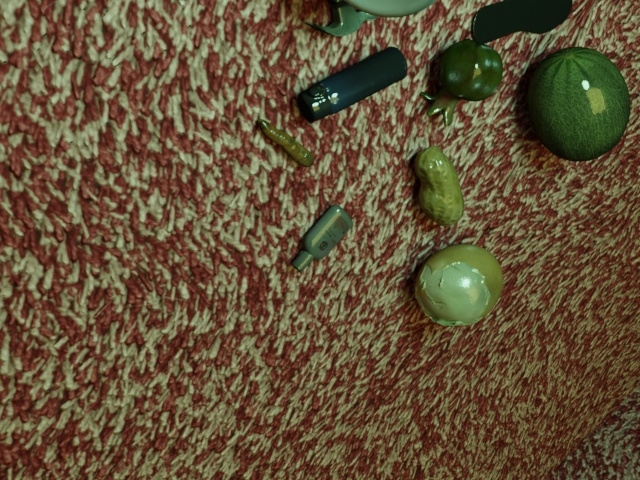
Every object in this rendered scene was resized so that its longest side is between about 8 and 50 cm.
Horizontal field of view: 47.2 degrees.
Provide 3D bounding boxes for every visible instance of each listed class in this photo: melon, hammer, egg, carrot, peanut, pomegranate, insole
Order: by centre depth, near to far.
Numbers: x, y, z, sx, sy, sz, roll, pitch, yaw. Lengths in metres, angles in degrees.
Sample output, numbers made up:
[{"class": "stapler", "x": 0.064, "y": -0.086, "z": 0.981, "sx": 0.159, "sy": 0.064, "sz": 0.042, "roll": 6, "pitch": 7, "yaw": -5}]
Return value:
[{"class": "hammer", "x": 0.032, "y": -0.497, "z": 1.373, "sx": 0.158, "sy": 0.041, "sz": 0.227, "roll": -30, "pitch": 130, "yaw": -25}, {"class": "carrot", "x": -0.068, "y": -0.195, "z": 1.462, "sx": 0.165, "sy": 0.035, "sz": 0.036, "roll": 37, "pitch": 88, "yaw": -42}, {"class": "pomegranate", "x": 0.312, "y": -0.353, "z": 1.628, "sx": 0.152, "sy": 0.131, "sz": 0.191, "roll": 0, "pitch": 136, "yaw": -44}, {"class": "peanut", "x": 0.279, "y": -0.124, "z": 1.735, "sx": 0.108, "sy": 0.095, "sz": 0.226, "roll": -34, "pitch": 129, "yaw": -16}, {"class": "insole", "x": 0.483, "y": -0.535, "z": 1.736, "sx": 0.348, "sy": 0.009, "sz": 0.119, "roll": -23, "pitch": 124, "yaw": -28}, {"class": "melon", "x": 0.633, "y": -0.336, "z": 1.804, "sx": 0.237, "sy": 0.237, "sz": 0.302, "roll": -45, "pitch": 133, "yaw": -10}, {"class": "egg", "x": 0.358, "y": 0.106, "z": 1.855, "sx": 0.244, "sy": 0.201, "sz": 0.201, "roll": -30, "pitch": 130, "yaw": -41}]

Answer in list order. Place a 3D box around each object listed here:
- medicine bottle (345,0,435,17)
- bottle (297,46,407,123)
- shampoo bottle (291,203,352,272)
[{"class": "medicine bottle", "x": 0.144, "y": -0.553, "z": 1.236, "sx": 0.306, "sy": 0.244, "sz": 0.245, "roll": -64, "pitch": 143, "yaw": -36}, {"class": "bottle", "x": 0.064, "y": -0.314, "z": 1.474, "sx": 0.244, "sy": 0.072, "sz": 0.082, "roll": -31, "pitch": 159, "yaw": -21}, {"class": "shampoo bottle", "x": 0.000, "y": 0.000, "z": 1.617, "sx": 0.165, "sy": 0.040, "sz": 0.080, "roll": -49, "pitch": 135, "yaw": -8}]
